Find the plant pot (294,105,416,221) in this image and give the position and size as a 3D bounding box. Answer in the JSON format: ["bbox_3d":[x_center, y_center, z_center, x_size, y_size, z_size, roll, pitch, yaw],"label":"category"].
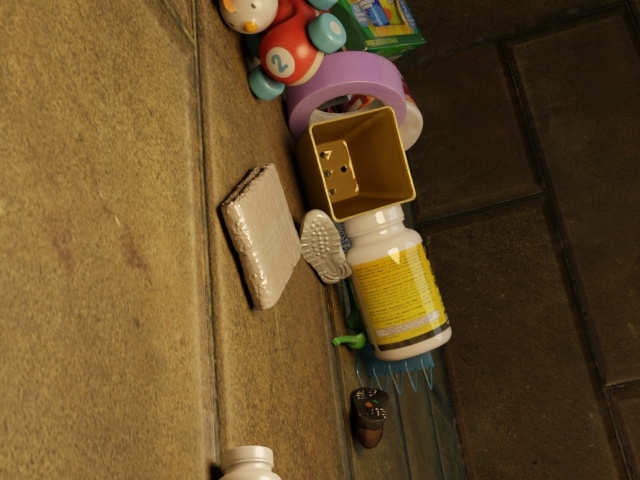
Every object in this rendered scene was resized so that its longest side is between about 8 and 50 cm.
[{"bbox_3d":[0.053,-0.160,1.790,0.187,0.212,0.212,-7,-81,64],"label":"plant pot"}]

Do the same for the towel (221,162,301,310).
[{"bbox_3d":[-0.098,-0.016,1.372,0.282,0.049,0.187,-64,137,-70],"label":"towel"}]

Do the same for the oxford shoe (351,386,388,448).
[{"bbox_3d":[0.104,0.391,1.779,0.227,0.082,0.096,-55,152,-76],"label":"oxford shoe"}]

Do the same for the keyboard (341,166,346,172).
[{"bbox_3d":[0.072,-0.228,2.398,0.180,0.023,0.108,-44,111,-77],"label":"keyboard"}]

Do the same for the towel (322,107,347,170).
[{"bbox_3d":[0.078,-0.240,2.326,0.275,0.031,0.199,57,16,-34],"label":"towel"}]

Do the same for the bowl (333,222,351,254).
[{"bbox_3d":[0.089,0.020,2.075,0.170,0.080,0.170,-14,90,-77],"label":"bowl"}]

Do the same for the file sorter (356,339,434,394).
[{"bbox_3d":[0.182,0.310,1.957,0.104,0.170,0.118,-82,155,-54],"label":"file sorter"}]

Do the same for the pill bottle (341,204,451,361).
[{"bbox_3d":[0.165,0.090,1.833,0.188,0.187,0.334,-33,105,-77],"label":"pill bottle"}]

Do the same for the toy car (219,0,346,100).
[{"bbox_3d":[-0.113,-0.423,1.536,0.238,0.219,0.210,19,53,-40],"label":"toy car"}]

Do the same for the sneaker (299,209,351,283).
[{"bbox_3d":[0.000,0.000,1.730,0.235,0.090,0.095,71,3,-53],"label":"sneaker"}]

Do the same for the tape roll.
[{"bbox_3d":[0.059,-0.315,1.861,0.275,0.274,0.090,54,25,-59],"label":"tape roll"}]

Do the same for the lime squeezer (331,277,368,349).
[{"bbox_3d":[0.069,0.192,1.899,0.110,0.059,0.310,40,25,-13],"label":"lime squeezer"}]

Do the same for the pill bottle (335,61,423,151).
[{"bbox_3d":[0.146,-0.453,2.432,0.224,0.224,0.392,59,10,-53],"label":"pill bottle"}]

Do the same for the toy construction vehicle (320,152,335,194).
[{"bbox_3d":[0.022,-0.179,2.102,0.098,0.035,0.086,-92,162,-45],"label":"toy construction vehicle"}]

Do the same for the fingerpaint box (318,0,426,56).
[{"bbox_3d":[0.068,-0.640,2.102,0.371,0.163,0.444,63,30,-1],"label":"fingerpaint box"}]

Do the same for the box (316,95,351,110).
[{"bbox_3d":[0.023,-0.444,2.214,0.203,0.114,0.103,-74,147,-63],"label":"box"}]

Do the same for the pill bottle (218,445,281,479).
[{"bbox_3d":[-0.084,0.330,0.959,0.086,0.086,0.152,57,23,-55],"label":"pill bottle"}]
